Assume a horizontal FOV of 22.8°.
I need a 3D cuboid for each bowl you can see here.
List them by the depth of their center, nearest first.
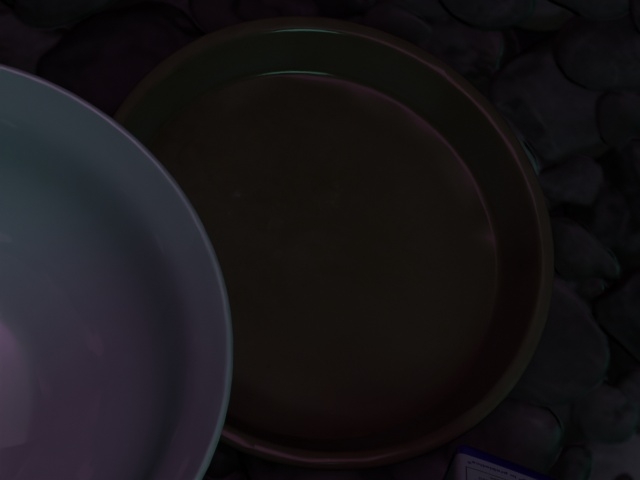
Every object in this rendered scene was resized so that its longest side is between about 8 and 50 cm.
[{"bbox_3d":[-0.200,0.064,0.783,0.297,0.134,0.298,6,65,-13],"label":"bowl"}]

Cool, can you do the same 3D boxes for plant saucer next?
[{"bbox_3d":[0.000,0.000,0.918,0.277,0.041,0.278,5,69,-13],"label":"plant saucer"}]

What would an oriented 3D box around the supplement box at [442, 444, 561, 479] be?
[{"bbox_3d":[0.095,0.214,0.757,0.114,0.111,0.220,21,24,-6],"label":"supplement box"}]
